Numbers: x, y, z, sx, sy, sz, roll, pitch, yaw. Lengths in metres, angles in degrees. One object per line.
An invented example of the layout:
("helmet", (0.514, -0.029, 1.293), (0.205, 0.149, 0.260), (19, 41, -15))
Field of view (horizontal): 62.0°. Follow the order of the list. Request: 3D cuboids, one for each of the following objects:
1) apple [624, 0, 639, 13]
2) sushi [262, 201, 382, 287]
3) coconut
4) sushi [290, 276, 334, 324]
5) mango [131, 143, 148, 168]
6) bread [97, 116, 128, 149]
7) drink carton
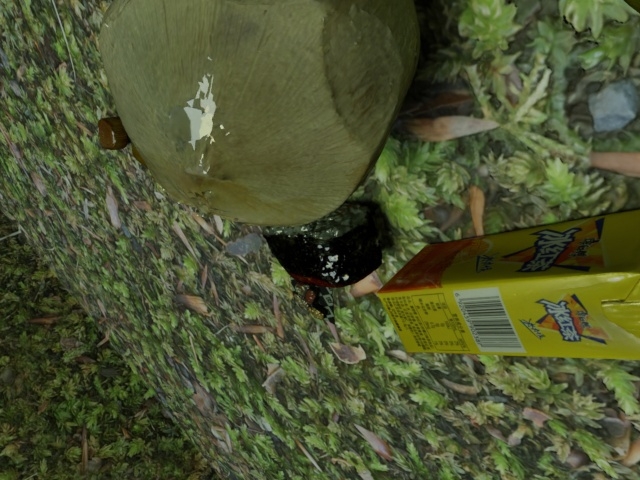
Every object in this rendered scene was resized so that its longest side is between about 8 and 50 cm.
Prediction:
("apple", (0.290, -0.239, 0.364), (0.196, 0.196, 0.157), (12, 92, 40))
("sushi", (0.000, 0.000, 0.914), (0.225, 0.136, 0.126), (1, 117, 54))
("coconut", (-0.073, -0.190, 0.621), (0.346, 0.360, 0.346), (15, 133, 16))
("sushi", (-0.027, 0.115, 1.118), (0.120, 0.026, 0.126), (23, 133, 35))
("mango", (-0.310, -0.162, 1.122), (0.227, 0.099, 0.136), (24, 168, 35))
("bread", (-0.500, -0.261, 1.295), (0.085, 0.053, 0.085), (18, 118, 37))
("drink carton", (0.255, 0.059, 0.673), (0.351, 0.154, 0.111), (-14, 109, 51))
